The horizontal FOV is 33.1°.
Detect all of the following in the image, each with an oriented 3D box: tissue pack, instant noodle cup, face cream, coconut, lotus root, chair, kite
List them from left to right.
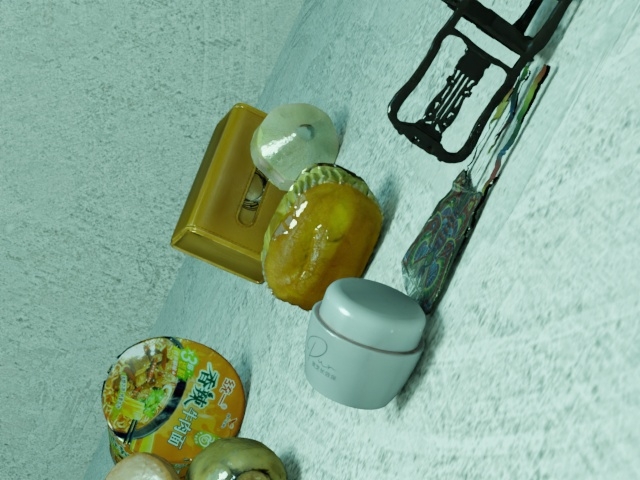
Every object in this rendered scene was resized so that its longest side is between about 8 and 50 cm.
[{"bbox_3d":[-0.252,0.298,1.773,0.182,0.230,0.230,112,173,-51],"label":"instant noodle cup"},{"bbox_3d":[-0.112,0.304,1.340,0.221,0.125,0.118,164,102,-68],"label":"lotus root"},{"bbox_3d":[-0.137,-0.089,2.009,0.145,0.194,0.274,141,149,-66],"label":"tissue pack"},{"bbox_3d":[-0.044,-0.165,1.875,0.152,0.147,0.147,150,142,-72],"label":"coconut"},{"bbox_3d":[0.042,0.101,1.065,0.117,0.117,0.104,-102,29,-70],"label":"face cream"},{"bbox_3d":[0.154,-0.200,1.087,0.229,0.106,0.113,-54,15,11],"label":"chair"},{"bbox_3d":[0.158,-0.059,1.112,0.152,0.015,0.285,-105,39,-68],"label":"kite"}]

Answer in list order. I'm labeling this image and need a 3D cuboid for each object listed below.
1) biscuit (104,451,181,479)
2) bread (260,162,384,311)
[{"bbox_3d":[-0.203,0.402,1.240,0.205,0.049,0.324,-17,63,22],"label":"biscuit"},{"bbox_3d":[0.000,0.000,1.401,0.114,0.132,0.190,-103,35,-68],"label":"bread"}]
